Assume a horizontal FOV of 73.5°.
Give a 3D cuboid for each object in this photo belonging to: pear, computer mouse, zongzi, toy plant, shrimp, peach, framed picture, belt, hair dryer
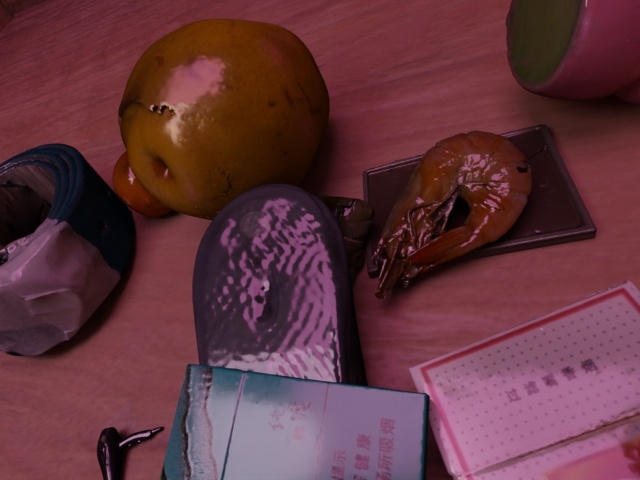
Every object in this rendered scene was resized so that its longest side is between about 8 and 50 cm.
[{"bbox_3d":[-0.126,-0.179,0.649,0.284,0.285,0.336,-4,20,23],"label":"pear"},{"bbox_3d":[-0.042,0.110,0.489,0.188,0.122,0.371,-15,60,13],"label":"computer mouse"},{"bbox_3d":[0.000,0.000,0.608,0.154,0.062,0.131,14,94,49],"label":"zongzi"},{"bbox_3d":[0.422,-0.293,0.520,0.355,0.211,0.317,-8,50,4],"label":"toy plant"},{"bbox_3d":[0.152,-0.030,0.522,0.145,0.061,0.267,33,71,30],"label":"shrimp"},{"bbox_3d":[-0.304,-0.114,0.776,0.138,0.138,0.138,-13,52,16],"label":"peach"},{"bbox_3d":[0.187,-0.057,0.573,0.265,0.018,0.192,-12,52,18],"label":"framed picture"},{"bbox_3d":[-0.505,-0.007,0.757,0.300,0.173,0.436,-34,49,-5],"label":"belt"},{"bbox_3d":[-0.234,0.262,0.531,0.083,0.031,0.079,-24,60,-3],"label":"hair dryer"}]

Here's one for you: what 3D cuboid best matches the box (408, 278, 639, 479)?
[{"bbox_3d":[0.224,0.215,0.306,0.210,0.095,0.330,-24,48,7],"label":"box"}]

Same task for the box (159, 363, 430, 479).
[{"bbox_3d":[-0.028,0.198,0.358,0.226,0.042,0.161,1,67,19],"label":"box"}]
